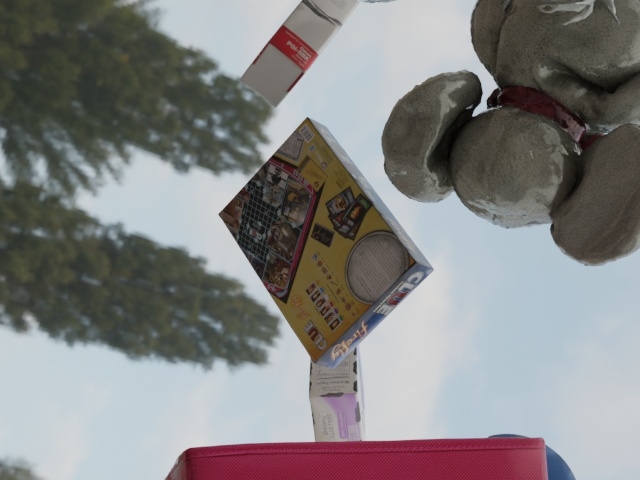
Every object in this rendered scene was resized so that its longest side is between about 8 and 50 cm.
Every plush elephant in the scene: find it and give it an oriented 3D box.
[{"bbox_3d":[0.216,-0.111,1.152,0.272,0.330,0.255,33,-79,24],"label":"plush elephant"}]

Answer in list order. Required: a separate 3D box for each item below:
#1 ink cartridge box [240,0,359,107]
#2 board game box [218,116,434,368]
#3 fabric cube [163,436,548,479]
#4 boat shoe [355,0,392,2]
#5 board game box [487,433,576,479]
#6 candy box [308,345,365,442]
[{"bbox_3d":[-0.021,-0.231,1.459,0.135,0.056,0.099,-55,-173,-28],"label":"ink cartridge box"},{"bbox_3d":[0.000,0.000,1.440,0.165,0.042,0.243,-46,-125,17],"label":"board game box"},{"bbox_3d":[0.017,0.289,0.920,0.259,0.254,0.258,120,-31,-70],"label":"fabric cube"},{"bbox_3d":[0.105,-0.326,1.317,0.219,0.070,0.078,-40,-124,44],"label":"boat shoe"},{"bbox_3d":[0.235,0.324,1.586,0.169,0.133,0.033,-47,159,-26],"label":"board game box"},{"bbox_3d":[0.026,0.225,1.820,0.196,0.070,0.165,-89,174,-59],"label":"candy box"}]
